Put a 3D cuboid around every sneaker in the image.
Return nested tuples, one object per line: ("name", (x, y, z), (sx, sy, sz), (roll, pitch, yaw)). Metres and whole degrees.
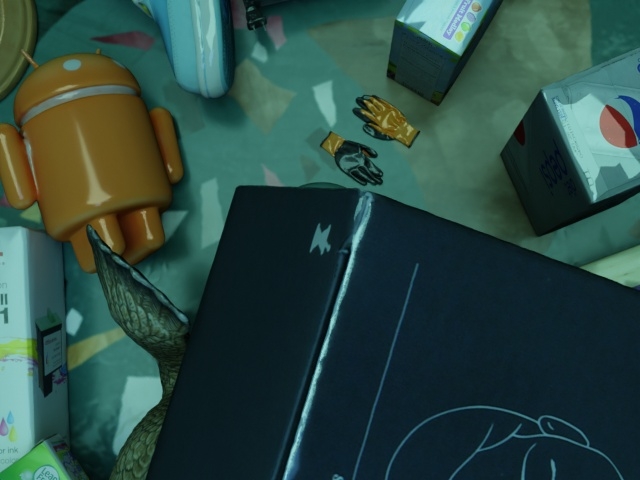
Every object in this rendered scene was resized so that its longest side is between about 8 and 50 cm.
("sneaker", (-0.201, -0.270, 1.002), (0.208, 0.127, 0.319), (-12, 76, 0))

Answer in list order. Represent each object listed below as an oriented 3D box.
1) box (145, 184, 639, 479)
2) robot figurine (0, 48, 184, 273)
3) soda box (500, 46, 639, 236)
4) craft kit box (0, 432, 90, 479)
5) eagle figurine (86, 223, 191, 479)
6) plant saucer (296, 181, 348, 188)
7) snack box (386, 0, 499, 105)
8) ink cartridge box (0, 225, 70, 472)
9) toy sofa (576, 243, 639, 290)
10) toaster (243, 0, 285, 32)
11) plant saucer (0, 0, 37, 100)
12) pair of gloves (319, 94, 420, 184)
("box", (0.108, 0.161, 0.686), (0.395, 0.212, 0.294), (19, 86, -24))
("robot figurine", (-0.218, -0.083, 0.981), (0.158, 0.128, 0.220), (-18, 82, 0))
("soda box", (0.226, -0.074, 0.883), (0.091, 0.286, 0.098), (-23, 85, 2))
("craft kit box", (-0.262, 0.337, 0.878), (0.246, 0.061, 0.250), (-34, 87, 2))
("eagle figurine", (-0.110, 0.115, 0.860), (0.226, 0.298, 0.225), (48, 114, 25))
("plant saucer", (0.000, 0.000, 1.020), (0.119, 0.021, 0.119), (0, 85, 3))
("snack box", (0.132, -0.230, 0.939), (0.070, 0.207, 0.175), (30, 88, 5))
("ink cartridge box", (-0.353, 0.130, 0.978), (0.201, 0.117, 0.278), (-3, 85, 2))
("toy sofa", (0.248, 0.082, 0.939), (0.362, 0.150, 0.177), (-20, 84, 1))
("toaster", (-0.019, -0.325, 0.994), (0.146, 0.129, 0.227), (-10, 84, 0))
("plant saucer", (-0.391, -0.221, 1.047), (0.199, 0.037, 0.200), (0, 86, 2))
("pair of gloves", (0.049, -0.101, 1.031), (0.074, 0.010, 0.083), (39, 89, 5))
